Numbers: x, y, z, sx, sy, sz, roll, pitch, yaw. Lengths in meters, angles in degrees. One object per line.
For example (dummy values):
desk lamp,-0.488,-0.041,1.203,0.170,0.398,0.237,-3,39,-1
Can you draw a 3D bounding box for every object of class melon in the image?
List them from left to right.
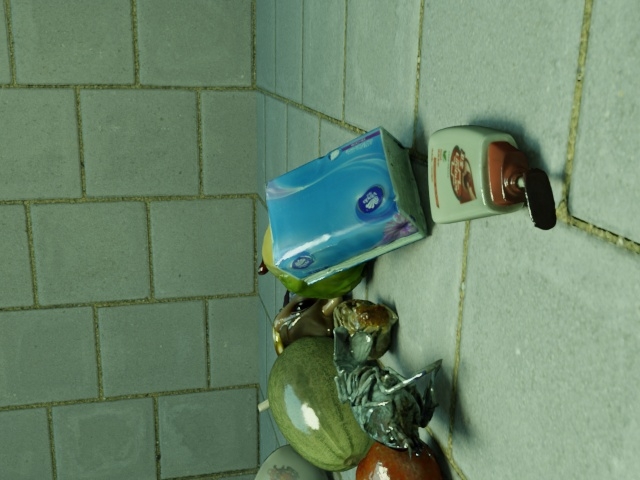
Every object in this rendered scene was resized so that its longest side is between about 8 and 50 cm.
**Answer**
melon,0.012,0.365,1.570,0.329,0.248,0.248,-122,31,-46

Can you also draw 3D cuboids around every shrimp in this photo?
shrimp,0.107,0.260,1.216,0.410,0.221,0.166,-177,104,-72

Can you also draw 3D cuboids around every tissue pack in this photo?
tissue pack,0.043,-0.062,1.281,0.146,0.263,0.198,33,-138,-52

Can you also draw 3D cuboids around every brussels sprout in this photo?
brussels sprout,0.000,0.003,1.543,0.227,0.294,0.259,40,115,36

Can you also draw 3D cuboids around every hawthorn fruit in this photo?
hawthorn fruit,0.158,0.446,1.213,0.203,0.162,0.162,49,143,44

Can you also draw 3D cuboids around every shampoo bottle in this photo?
shampoo bottle,0.226,-0.080,0.940,0.284,0.071,0.153,-143,49,-75

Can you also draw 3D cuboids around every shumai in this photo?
shumai,0.108,0.175,1.456,0.116,0.145,0.145,-50,40,39

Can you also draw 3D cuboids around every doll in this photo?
doll,-0.050,0.131,1.858,0.318,0.209,0.340,100,160,-51

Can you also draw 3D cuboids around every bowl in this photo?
bowl,-0.052,0.776,1.996,0.157,0.345,0.345,-1,93,34

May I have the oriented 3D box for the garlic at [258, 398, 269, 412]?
garlic,-0.077,0.454,2.007,0.218,0.212,0.218,-7,-90,-90
